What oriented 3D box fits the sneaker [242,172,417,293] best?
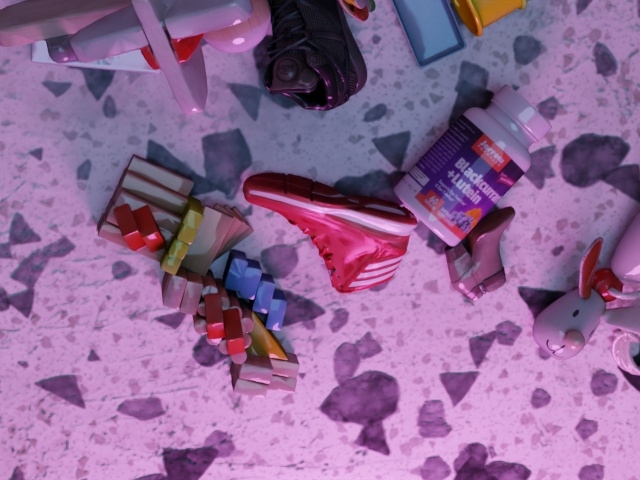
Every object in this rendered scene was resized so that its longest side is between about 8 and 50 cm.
[{"bbox_3d":[0.000,0.000,1.777,0.221,0.087,0.128,16,110,-1],"label":"sneaker"}]

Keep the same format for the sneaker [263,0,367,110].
[{"bbox_3d":[-0.029,-0.253,1.676,0.087,0.130,0.227,-14,110,30],"label":"sneaker"}]

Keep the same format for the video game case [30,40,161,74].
[{"bbox_3d":[-0.262,-0.276,1.698,0.157,0.019,0.143,4,104,-10],"label":"video game case"}]

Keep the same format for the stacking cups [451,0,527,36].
[{"bbox_3d":[0.307,-0.358,1.722,0.316,0.096,0.096,-27,107,-2],"label":"stacking cups"}]

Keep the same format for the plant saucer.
[{"bbox_3d":[0.114,-0.310,1.744,0.067,0.018,0.192,-25,106,-1],"label":"plant saucer"}]

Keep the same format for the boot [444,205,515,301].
[{"bbox_3d":[0.217,0.021,1.839,0.118,0.042,0.087,-32,113,2],"label":"boot"}]

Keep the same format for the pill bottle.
[{"bbox_3d":[0.192,-0.096,1.764,0.108,0.108,0.193,41,96,-16],"label":"pill bottle"}]

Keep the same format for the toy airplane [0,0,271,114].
[{"bbox_3d":[-0.126,-0.284,1.536,0.384,0.386,0.272,-48,144,-11],"label":"toy airplane"}]

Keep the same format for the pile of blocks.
[{"bbox_3d":[-0.127,0.053,1.757,0.149,0.112,0.362,-39,107,3],"label":"pile of blocks"}]

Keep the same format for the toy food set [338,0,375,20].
[{"bbox_3d":[0.042,-0.305,1.704,0.083,0.020,0.083,28,61,-51],"label":"toy food set"}]

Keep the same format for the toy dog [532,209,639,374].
[{"bbox_3d":[0.427,0.034,1.805,0.220,0.161,0.334,22,101,-13],"label":"toy dog"}]
